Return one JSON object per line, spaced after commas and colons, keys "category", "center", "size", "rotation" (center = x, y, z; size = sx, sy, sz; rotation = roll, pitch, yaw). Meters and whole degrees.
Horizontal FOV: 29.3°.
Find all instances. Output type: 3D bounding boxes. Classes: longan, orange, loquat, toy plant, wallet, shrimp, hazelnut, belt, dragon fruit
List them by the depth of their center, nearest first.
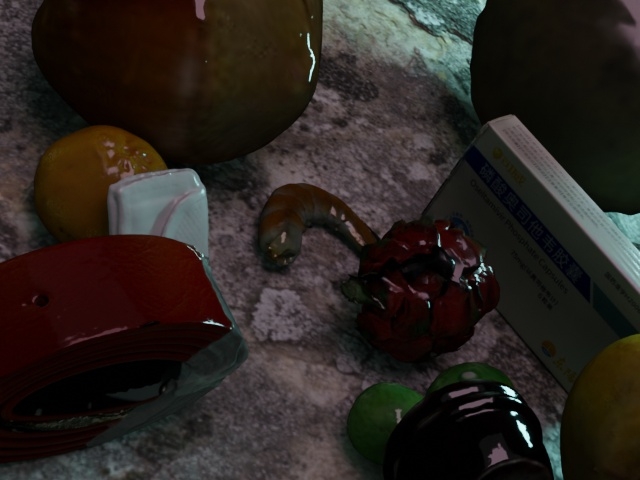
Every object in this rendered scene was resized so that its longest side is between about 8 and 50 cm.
{"category": "belt", "center": [-0.214, 0.101, 1.161], "size": [0.323, 0.227, 0.115], "rotation": [-10, 59, -36]}
{"category": "wallet", "center": [-0.172, 0.016, 1.324], "size": [0.124, 0.183, 0.032], "rotation": [-12, 19, -40]}
{"category": "toy plant", "center": [0.150, 0.218, 1.336], "size": [0.218, 0.175, 0.235], "rotation": [-1, 26, -25]}
{"category": "orange", "center": [-0.239, -0.056, 1.361], "size": [0.159, 0.136, 0.159], "rotation": [18, 46, -20]}
{"category": "loquat", "center": [0.406, 0.238, 1.385], "size": [0.274, 0.275, 0.275], "rotation": [17, 44, -17]}
{"category": "dragon fruit", "center": [0.125, 0.056, 1.459], "size": [0.182, 0.182, 0.189], "rotation": [33, 43, -1]}
{"category": "hazelnut", "center": [-0.166, -0.257, 1.479], "size": [0.372, 0.315, 0.372], "rotation": [-2, 36, 2]}
{"category": "shrimp", "center": [0.000, 0.000, 1.532], "size": [0.166, 0.049, 0.161], "rotation": [31, 40, -14]}
{"category": "longan", "center": [0.416, -0.244, 1.758], "size": [0.404, 0.404, 0.436], "rotation": [-1, 75, -32]}

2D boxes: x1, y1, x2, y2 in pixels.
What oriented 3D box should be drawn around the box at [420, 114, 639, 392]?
{"category": "box", "center": [0.292, 0.027, 1.565], "size": [0.065, 0.200, 0.343], "rotation": [-22, 65, -40]}
